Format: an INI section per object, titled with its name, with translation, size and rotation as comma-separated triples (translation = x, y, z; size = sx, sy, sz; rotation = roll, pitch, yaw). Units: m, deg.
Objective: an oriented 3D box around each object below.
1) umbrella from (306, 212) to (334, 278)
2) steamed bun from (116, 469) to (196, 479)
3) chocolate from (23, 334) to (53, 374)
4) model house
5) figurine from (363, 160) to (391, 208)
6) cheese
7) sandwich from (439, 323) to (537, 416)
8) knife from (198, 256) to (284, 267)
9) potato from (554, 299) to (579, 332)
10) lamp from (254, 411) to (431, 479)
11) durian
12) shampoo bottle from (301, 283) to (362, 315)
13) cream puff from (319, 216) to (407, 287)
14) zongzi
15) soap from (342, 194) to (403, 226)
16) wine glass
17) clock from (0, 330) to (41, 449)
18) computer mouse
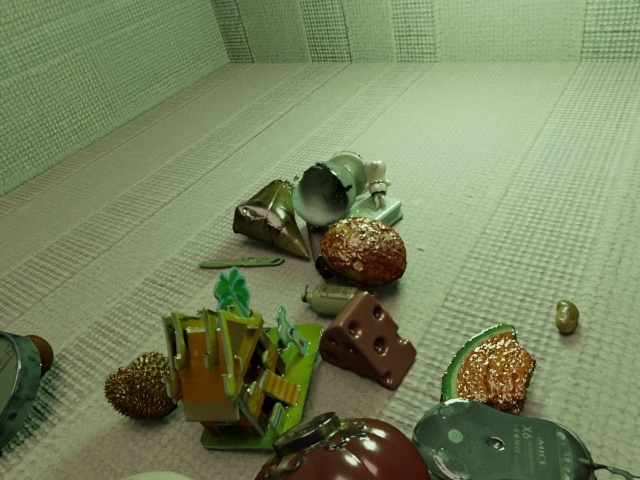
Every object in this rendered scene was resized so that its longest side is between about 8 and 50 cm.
[umbrella]
translation = 0.000, 0.000, 1.468
size = 0.067, 0.073, 0.337
rotation = -10, 37, -2
[steamed bun]
translation = -0.241, 0.536, 0.681
size = 0.374, 0.241, 0.375
rotation = -31, 43, 34
[chocolate]
translation = -0.778, 0.317, 1.277
size = 0.127, 0.124, 0.133
rotation = 1, 17, -45
[model house]
translation = -0.165, 0.211, 1.039
size = 0.242, 0.313, 0.358
rotation = -6, 36, 21
[figurine]
translation = 0.187, -0.175, 1.512
size = 0.081, 0.146, 0.098
rotation = -10, 2, 26
[cheese]
translation = 0.086, 0.230, 1.115
size = 0.177, 0.203, 0.128
rotation = -19, 25, 54
[sandwich]
translation = 0.349, 0.273, 0.987
size = 0.159, 0.079, 0.235
rotation = 14, 46, 28
[knife]
translation = -0.253, 0.067, 1.513
size = 0.292, 0.020, 0.043
rotation = -2, 37, 16
[potato]
translation = 0.554, 0.168, 1.078
size = 0.046, 0.045, 0.092
rotation = -33, 16, 43
[lamp]
translation = 0.028, 0.412, 0.754
size = 0.302, 0.257, 0.303
rotation = -26, -7, -3
[durian]
translation = -0.396, 0.334, 1.095
size = 0.158, 0.168, 0.137
rotation = -46, 12, 22
[shampoo bottle]
translation = 0.025, 0.155, 1.250
size = 0.161, 0.079, 0.079
rotation = 2, 40, 22
[cream puff]
translation = 0.115, 0.024, 1.284
size = 0.239, 0.164, 0.240
rotation = 6, 33, -4
[zongzi]
translation = -0.100, -0.073, 1.576
size = 0.299, 0.145, 0.274
rotation = 25, 43, 18
[soap]
translation = 0.152, -0.066, 1.507
size = 0.198, 0.067, 0.119
rotation = -37, 44, -27
[wine glass]
translation = 0.040, -0.169, 1.512
size = 0.190, 0.191, 0.357
rotation = 1, 17, 20
[clock]
translation = -0.836, 0.376, 1.179
size = 0.318, 0.066, 0.319
rotation = -11, 58, 17
[computer mouse]
translation = 0.349, 0.386, 0.833
size = 0.378, 0.090, 0.167
rotation = 7, 40, 18
